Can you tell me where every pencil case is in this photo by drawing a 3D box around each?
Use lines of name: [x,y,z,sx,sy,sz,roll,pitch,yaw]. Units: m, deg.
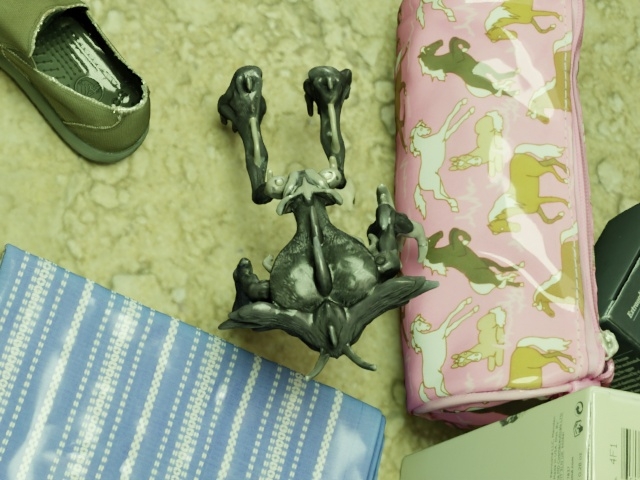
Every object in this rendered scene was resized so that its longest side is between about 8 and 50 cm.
pencil case: [0.145,-0.039,1.359,0.167,0.160,0.386,2,71,-11]

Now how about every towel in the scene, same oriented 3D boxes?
towel: [-0.115,0.169,1.231,0.336,0.040,0.243,25,59,-17]

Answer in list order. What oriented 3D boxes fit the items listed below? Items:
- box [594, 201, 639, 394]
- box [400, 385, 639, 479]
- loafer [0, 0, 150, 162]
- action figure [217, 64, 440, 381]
box: [0.318,0.083,1.438,0.207,0.108,0.153,40,61,-9]
box: [0.165,0.187,1.235,0.113,0.275,0.094,14,68,-23]
loafer: [-0.215,-0.171,1.270,0.251,0.087,0.094,43,61,-8]
action figure: [0.000,0.000,1.268,0.164,0.141,0.275,-13,59,5]
